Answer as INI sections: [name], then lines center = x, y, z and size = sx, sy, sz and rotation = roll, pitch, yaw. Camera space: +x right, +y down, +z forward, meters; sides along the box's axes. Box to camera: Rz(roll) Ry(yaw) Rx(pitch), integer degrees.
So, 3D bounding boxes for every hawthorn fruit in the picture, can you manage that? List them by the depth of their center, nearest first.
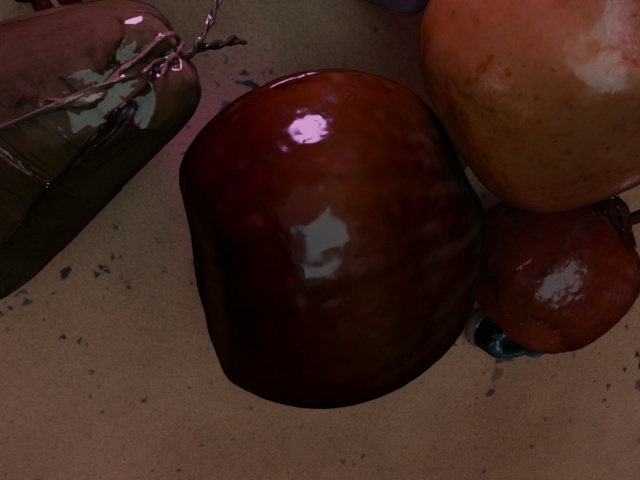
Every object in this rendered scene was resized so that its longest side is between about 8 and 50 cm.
[hawthorn fruit]
center = 0.382, 0.029, 0.905
size = 0.308, 0.276, 0.276
rotation = -35, 111, 15

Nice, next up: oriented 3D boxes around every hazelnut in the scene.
[hazelnut]
center = 0.000, 0.000, 0.773
size = 0.403, 0.402, 0.428
rotation = -17, 100, -9

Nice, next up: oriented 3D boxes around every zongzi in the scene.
[zongzi]
center = -0.393, -0.229, 0.653
size = 0.500, 0.218, 0.467
rotation = -41, 113, 13

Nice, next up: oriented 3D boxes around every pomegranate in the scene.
[pomegranate]
center = 0.284, -0.204, 0.639
size = 0.339, 0.338, 0.337
rotation = -4, 105, -13

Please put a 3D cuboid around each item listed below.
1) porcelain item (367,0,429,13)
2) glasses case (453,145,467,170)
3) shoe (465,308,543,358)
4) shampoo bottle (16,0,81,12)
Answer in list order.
[porcelain item]
center = 0.226, -0.478, 0.766
size = 0.405, 0.242, 0.178
rotation = -37, 130, -6
[glasses case]
center = 0.156, -0.067, 0.947
size = 0.079, 0.064, 0.234
rotation = 36, 94, -18
[shoe]
center = 0.370, 0.177, 1.046
size = 0.207, 0.106, 0.091
rotation = 4, 105, -21
[shampoo bottle]
center = -0.376, -0.390, 0.728
size = 0.102, 0.064, 0.260
rotation = -25, 109, -8
